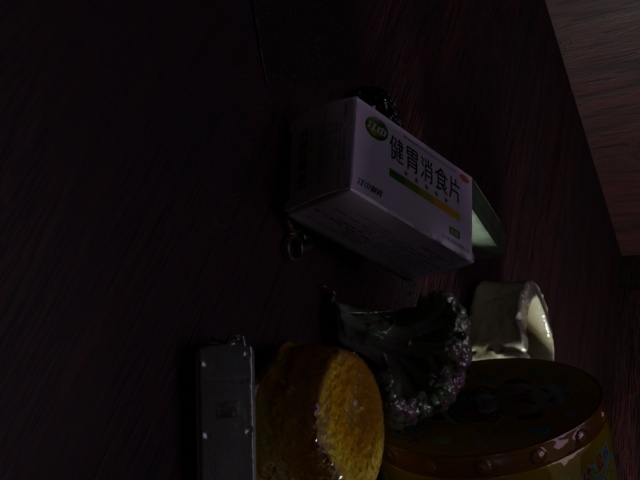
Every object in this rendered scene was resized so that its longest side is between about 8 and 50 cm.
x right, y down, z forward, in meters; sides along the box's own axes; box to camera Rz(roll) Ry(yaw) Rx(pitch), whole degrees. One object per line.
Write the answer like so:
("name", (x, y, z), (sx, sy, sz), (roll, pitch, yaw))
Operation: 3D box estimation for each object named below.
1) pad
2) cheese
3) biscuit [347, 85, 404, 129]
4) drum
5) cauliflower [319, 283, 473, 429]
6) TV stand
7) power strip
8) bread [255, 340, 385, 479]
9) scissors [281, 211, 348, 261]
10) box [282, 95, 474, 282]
("pad", (-0.022, -0.383, 1.297), (0.330, 0.004, 0.220), (-22, 105, -58))
("cheese", (0.479, 0.265, 1.895), (0.332, 0.153, 0.292), (64, 36, -29))
("biscuit", (0.103, -0.197, 1.432), (0.194, 0.053, 0.194), (11, 77, -58))
("drum", (0.302, 0.377, 1.342), (0.431, 0.431, 0.214), (-28, 110, -57))
("cauliflower", (0.120, 0.178, 1.279), (0.239, 0.315, 0.256), (-64, -174, -5))
("TV stand", (0.359, -0.050, 1.803), (0.269, 0.088, 0.082), (45, 48, -47))
("power strip", (-0.122, 0.256, 0.968), (0.078, 0.052, 0.272), (-1, 86, -16))
("bread", (-0.005, 0.267, 1.103), (0.268, 0.146, 0.268), (23, 63, -59))
("scissors", (0.000, 0.000, 1.270), (0.220, 0.017, 0.088), (14, 72, -59))
("box", (0.102, -0.076, 1.249), (0.333, 0.145, 0.173), (27, 54, -38))
